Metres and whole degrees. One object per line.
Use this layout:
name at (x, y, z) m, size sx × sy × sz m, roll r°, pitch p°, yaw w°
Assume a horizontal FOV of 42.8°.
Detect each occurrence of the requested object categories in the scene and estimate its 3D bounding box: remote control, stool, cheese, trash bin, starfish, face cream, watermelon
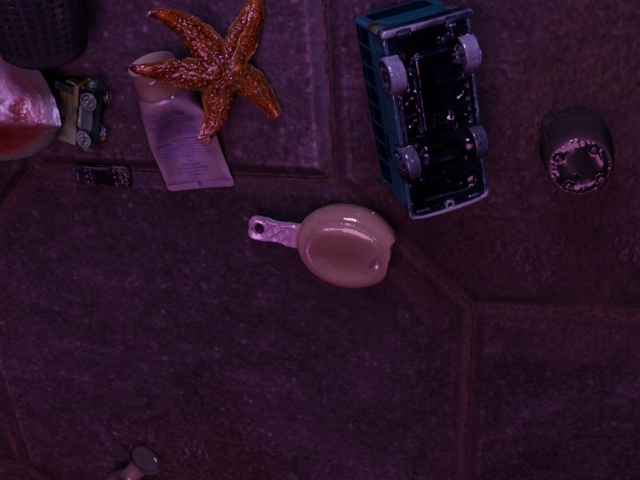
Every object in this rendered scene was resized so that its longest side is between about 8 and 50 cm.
remote control at (-0.347, -0.104, 1.304) m, size 0.096 × 0.014 × 0.039 m, roll 3°, pitch 121°, yaw 11°
stool at (0.336, -0.113, 1.072) m, size 0.096 × 0.110 × 0.096 m, roll 5°, pitch 118°, yaw 10°
cheese at (0.000, 0.000, 1.254) m, size 0.228 × 0.064 × 0.137 m, roll 12°, pitch 121°, yaw 8°
trash bin at (-0.390, -0.325, 1.102) m, size 0.176 × 0.175 × 0.161 m, roll 10°, pitch 134°, yaw 8°
starfish at (-0.141, -0.243, 1.121) m, size 0.227 × 0.043 × 0.240 m, roll 15°, pitch 108°, yaw -31°
face cream at (-0.212, -0.166, 1.215) m, size 0.114 × 0.070 × 0.224 m, roll -3°, pitch 132°, yaw 18°
watermelon at (-0.506, -0.200, 1.214) m, size 0.202 × 0.136 × 0.207 m, roll 15°, pitch 138°, yaw -39°

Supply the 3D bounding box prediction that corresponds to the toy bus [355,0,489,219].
toy bus at (0.132, -0.173, 1.063) m, size 0.128 × 0.147 × 0.255 m, roll -17°, pitch 120°, yaw -9°

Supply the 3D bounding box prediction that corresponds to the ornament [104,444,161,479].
ornament at (-0.389, 0.482, 1.636) m, size 0.075 × 0.081 × 0.156 m, roll 40°, pitch 117°, yaw -6°

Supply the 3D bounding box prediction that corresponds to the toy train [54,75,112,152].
toy train at (-0.361, -0.194, 1.234) m, size 0.081 × 0.050 × 0.122 m, roll 22°, pitch 123°, yaw 13°
